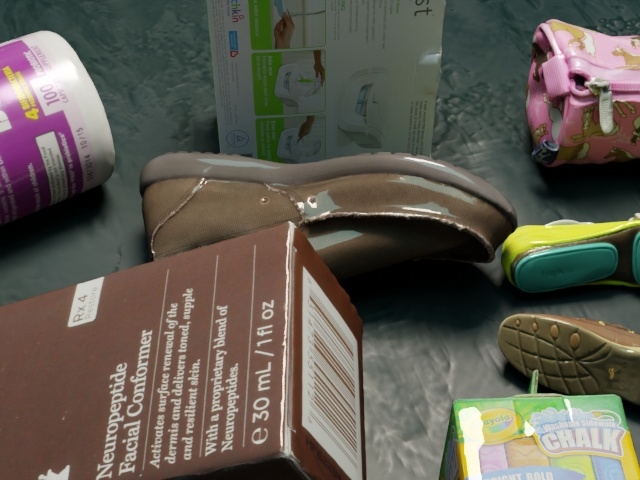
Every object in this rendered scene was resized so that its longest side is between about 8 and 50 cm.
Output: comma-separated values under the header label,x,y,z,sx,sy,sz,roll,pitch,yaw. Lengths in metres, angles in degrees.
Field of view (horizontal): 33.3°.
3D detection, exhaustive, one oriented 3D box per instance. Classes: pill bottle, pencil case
label,x,y,z,sx,sy,sz,roll,pitch,yaw
pill bottle,-0.370,-0.081,1.045,0.302,0.169,0.169,-26,51,-23
pencil case,0.412,-0.150,1.116,0.386,0.160,0.167,1,45,0

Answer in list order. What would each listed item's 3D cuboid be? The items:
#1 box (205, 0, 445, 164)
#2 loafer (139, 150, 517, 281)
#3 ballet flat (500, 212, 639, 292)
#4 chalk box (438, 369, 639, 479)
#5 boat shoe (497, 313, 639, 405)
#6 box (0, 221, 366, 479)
label,x,y,z,sx,sy,sz,roll,pitch,yaw
box,0.002,-0.199,1.093,0.231,0.262,0.126,-6,46,-4
loafer,0.000,0.000,1.014,0.366,0.134,0.130,2,68,15
ballet flat,0.287,0.006,1.029,0.231,0.077,0.077,-3,29,0
chalk box,0.160,0.199,0.798,0.132,0.132,0.213,-2,45,-2
boat shoe,0.245,0.102,0.946,0.178,0.064,0.060,14,17,11
box,-0.164,0.139,0.760,0.381,0.143,0.191,-17,46,18
